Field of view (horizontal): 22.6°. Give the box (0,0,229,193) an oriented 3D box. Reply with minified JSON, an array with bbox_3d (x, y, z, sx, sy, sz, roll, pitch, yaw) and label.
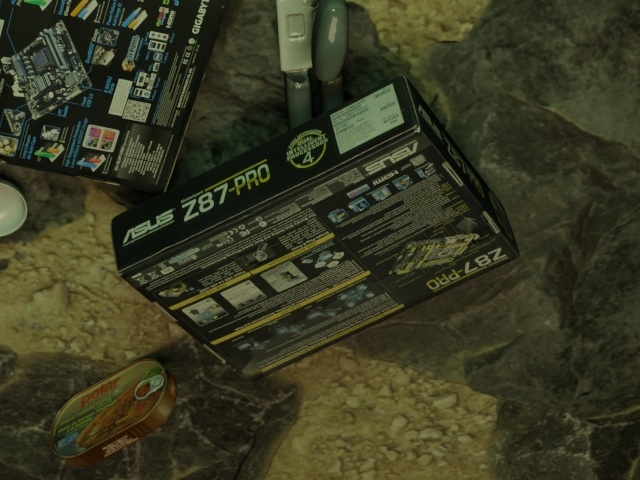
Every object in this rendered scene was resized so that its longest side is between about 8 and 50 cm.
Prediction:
[{"bbox_3d":[-0.276,-0.205,1.761,0.293,0.073,0.295,11,128,-15],"label":"box"}]

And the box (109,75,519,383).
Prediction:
[{"bbox_3d":[0.000,0.000,1.911,0.395,0.097,0.318,-26,140,15],"label":"box"}]

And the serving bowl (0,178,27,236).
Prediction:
[{"bbox_3d":[-0.390,-0.044,1.905,0.083,0.027,0.083,-5,131,-5],"label":"serving bowl"}]

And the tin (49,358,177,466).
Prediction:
[{"bbox_3d":[-0.270,0.226,2.100,0.190,0.106,0.040,-29,135,16],"label":"tin"}]

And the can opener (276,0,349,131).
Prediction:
[{"bbox_3d":[-0.007,-0.168,1.826,0.074,0.093,0.280,-6,135,-5],"label":"can opener"}]
